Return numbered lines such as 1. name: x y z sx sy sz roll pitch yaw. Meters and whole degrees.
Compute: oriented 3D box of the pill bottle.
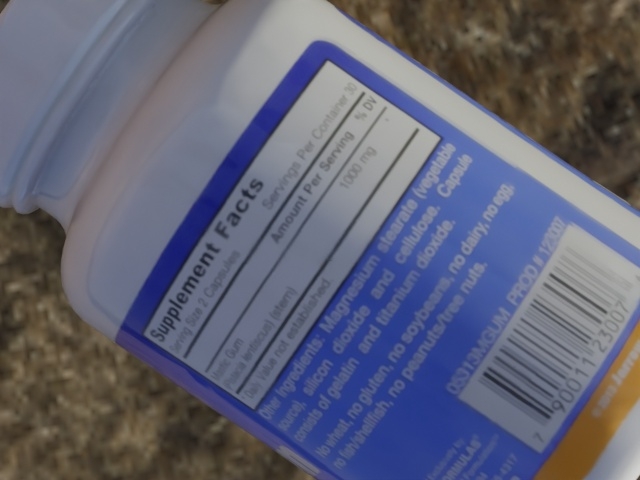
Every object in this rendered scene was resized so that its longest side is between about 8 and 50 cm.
1. pill bottle: 0.000 0.000 0.710 0.272 0.152 0.152 34 133 2
